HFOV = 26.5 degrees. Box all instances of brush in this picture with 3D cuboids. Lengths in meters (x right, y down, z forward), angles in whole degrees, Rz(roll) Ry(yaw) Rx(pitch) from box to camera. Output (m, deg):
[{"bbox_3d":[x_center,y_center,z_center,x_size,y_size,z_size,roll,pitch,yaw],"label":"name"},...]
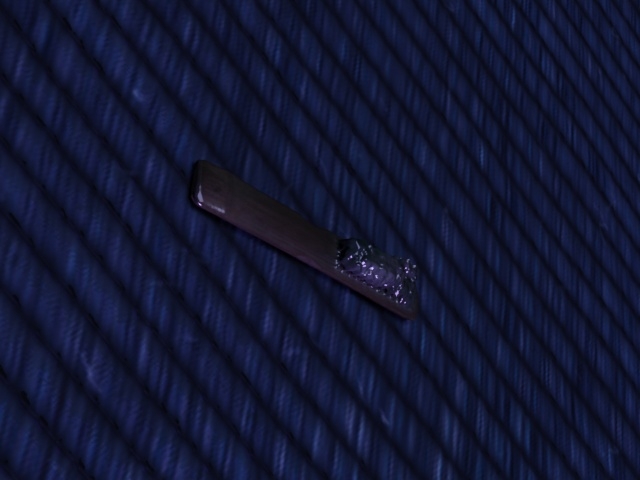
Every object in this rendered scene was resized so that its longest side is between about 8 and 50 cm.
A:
[{"bbox_3d":[0.000,0.000,0.846,0.190,0.027,0.034,29,50,-33],"label":"brush"}]
